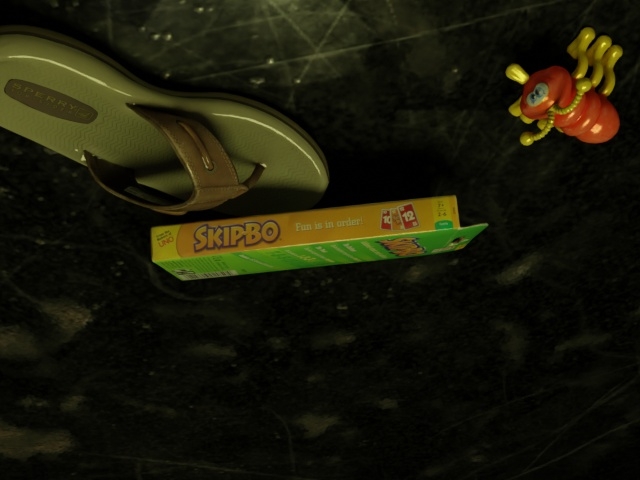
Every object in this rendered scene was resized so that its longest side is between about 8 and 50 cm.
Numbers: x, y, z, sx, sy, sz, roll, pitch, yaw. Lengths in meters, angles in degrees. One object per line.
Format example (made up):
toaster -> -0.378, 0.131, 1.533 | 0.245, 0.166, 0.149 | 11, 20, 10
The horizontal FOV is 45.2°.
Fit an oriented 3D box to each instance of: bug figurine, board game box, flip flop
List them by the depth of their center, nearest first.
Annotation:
bug figurine -> 0.271, -0.144, 0.525 | 0.216, 0.072, 0.279 | 16, 134, -24
flip flop -> -0.119, -0.064, 0.555 | 0.277, 0.080, 0.112 | 20, 133, -33
board game box -> 0.000, 0.000, 0.643 | 0.259, 0.039, 0.124 | -3, 170, -1
